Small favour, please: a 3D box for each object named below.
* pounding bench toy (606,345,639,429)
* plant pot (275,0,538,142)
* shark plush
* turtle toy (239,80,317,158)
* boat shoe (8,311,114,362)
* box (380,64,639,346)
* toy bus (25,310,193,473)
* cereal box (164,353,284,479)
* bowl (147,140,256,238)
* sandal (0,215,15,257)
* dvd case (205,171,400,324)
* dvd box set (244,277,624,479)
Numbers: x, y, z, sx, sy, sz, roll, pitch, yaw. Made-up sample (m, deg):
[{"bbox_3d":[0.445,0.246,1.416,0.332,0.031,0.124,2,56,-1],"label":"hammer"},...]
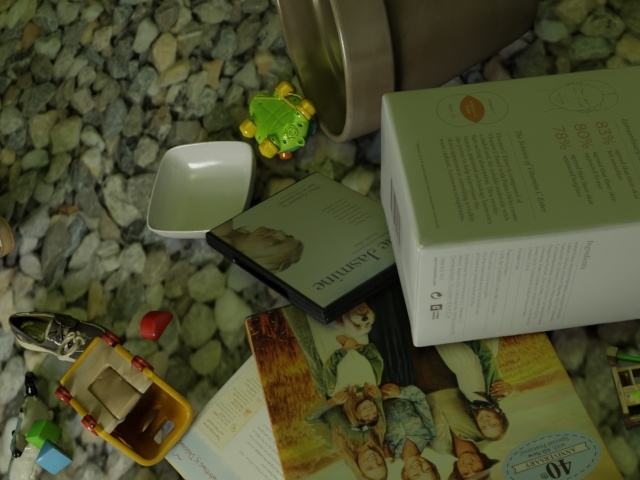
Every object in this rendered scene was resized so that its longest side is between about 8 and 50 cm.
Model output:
[{"bbox_3d":[0.336,0.142,1.022,0.065,0.052,0.083,-15,57,12],"label":"pounding bench toy"},{"bbox_3d":[0.107,-0.316,1.247,0.280,0.323,0.323,-18,55,-9],"label":"plant pot"},{"bbox_3d":[-0.373,0.234,1.238,0.067,0.073,0.161,-42,55,31],"label":"shark plush"},{"bbox_3d":[-0.057,-0.161,1.337,0.095,0.066,0.130,-45,54,2],"label":"turtle toy"},{"bbox_3d":[-0.341,0.123,1.290,0.152,0.049,0.056,2,62,21],"label":"boat shoe"},{"bbox_3d":[0.248,-0.041,1.026,0.345,0.168,0.215,-7,51,-2],"label":"box"},{"bbox_3d":[-0.233,0.187,1.178,0.190,0.104,0.202,-25,36,27],"label":"toy bus"},{"bbox_3d":[-0.042,0.211,1.128,0.240,0.047,0.173,-47,55,-9],"label":"cereal box"},{"bbox_3d":[-0.150,-0.061,1.323,0.142,0.053,0.142,-2,61,20],"label":"bowl"},{"bbox_3d":[-0.486,-0.004,1.410,0.240,0.088,0.079,-6,15,42],"label":"sandal"},{"bbox_3d":[0.000,0.000,1.176,0.180,0.022,0.253,-30,37,-25],"label":"dvd case"},{"bbox_3d":[0.109,0.201,0.981,0.307,0.062,0.420,-15,44,-3],"label":"dvd box set"}]
